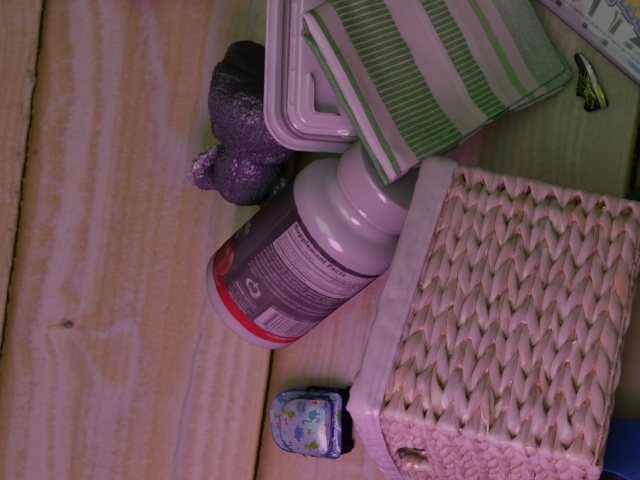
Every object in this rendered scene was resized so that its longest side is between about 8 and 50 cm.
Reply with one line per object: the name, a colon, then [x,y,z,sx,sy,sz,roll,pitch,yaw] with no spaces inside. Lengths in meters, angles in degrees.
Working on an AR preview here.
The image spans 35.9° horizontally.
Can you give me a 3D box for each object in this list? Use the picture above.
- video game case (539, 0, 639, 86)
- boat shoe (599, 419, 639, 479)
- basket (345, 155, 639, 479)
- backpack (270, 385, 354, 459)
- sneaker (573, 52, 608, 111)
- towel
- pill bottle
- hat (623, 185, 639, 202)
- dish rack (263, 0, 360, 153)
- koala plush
video game case: [0.464,-0.354,1.263,0.329,0.036,0.300,46,106,16]
boat shoe: [0.395,0.274,1.267,0.258,0.089,0.109,12,68,32]
basket: [0.218,0.126,1.169,0.267,0.328,0.331,10,66,16]
backpack: [-0.017,0.263,1.437,0.114,0.084,0.104,0,88,25]
sneaker: [0.351,-0.209,1.312,0.035,0.031,0.083,-25,81,21]
towel: [0.152,-0.243,1.258,0.325,0.038,0.247,-31,93,-24]
pill bottle: [0.000,0.000,1.340,0.318,0.176,0.176,-41,75,34]
hat: [0.472,0.048,1.255,0.173,0.208,0.183,-16,128,2]
dish rack: [0.071,-0.281,1.313,0.072,0.286,0.332,-173,85,-66]
koala plush: [-0.097,-0.139,1.426,0.196,0.203,0.221,25,122,5]
